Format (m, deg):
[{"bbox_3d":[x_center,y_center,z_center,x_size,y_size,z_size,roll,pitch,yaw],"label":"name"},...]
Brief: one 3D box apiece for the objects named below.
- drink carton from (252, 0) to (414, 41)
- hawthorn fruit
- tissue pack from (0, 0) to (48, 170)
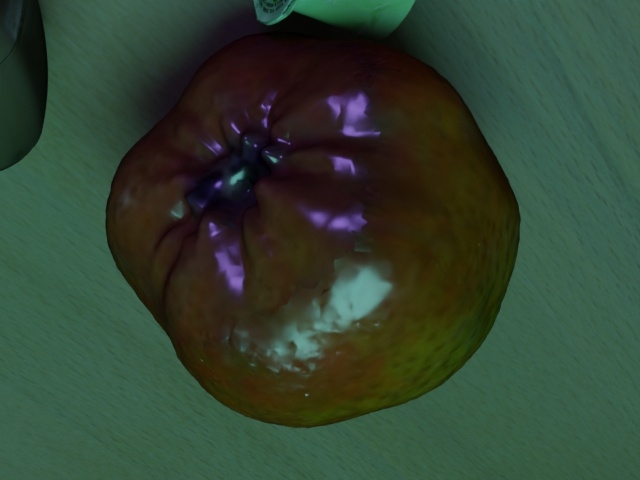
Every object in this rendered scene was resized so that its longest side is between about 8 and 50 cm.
[{"bbox_3d":[0.020,-0.288,1.231,0.142,0.146,0.144,15,133,-32],"label":"drink carton"},{"bbox_3d":[0.000,0.000,1.305,0.472,0.471,0.471,-4,135,-4],"label":"hawthorn fruit"},{"bbox_3d":[-0.484,-0.206,1.148,0.387,0.267,0.277,-8,134,2],"label":"tissue pack"}]
